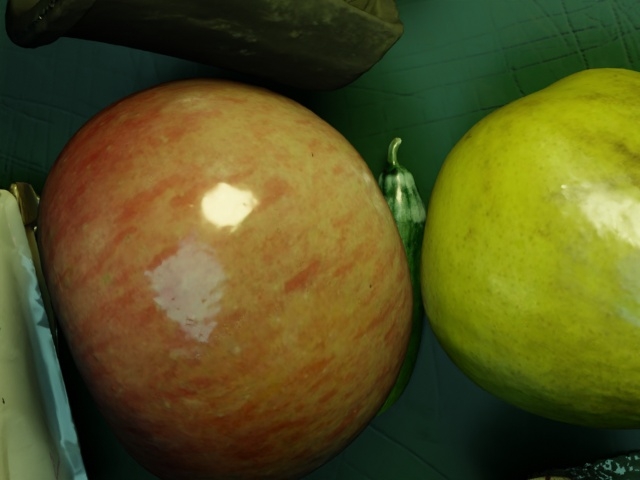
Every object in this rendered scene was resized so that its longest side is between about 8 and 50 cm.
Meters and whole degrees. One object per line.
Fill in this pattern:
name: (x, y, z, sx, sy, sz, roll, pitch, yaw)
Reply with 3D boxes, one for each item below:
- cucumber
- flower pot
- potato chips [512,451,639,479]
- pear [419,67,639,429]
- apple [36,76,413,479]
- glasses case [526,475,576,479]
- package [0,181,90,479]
cucumber: (0.063, 0.036, 1.672, 0.056, 0.056, 0.250, 6, 107, 7)
flower pot: (-0.051, -0.267, 1.503, 0.251, 0.379, 0.379, 26, 108, -21)
potato chips: (0.198, 0.269, 1.706, 0.167, 0.059, 0.228, 34, 107, -10)
pear: (0.244, 0.018, 1.498, 0.287, 0.375, 0.287, -16, 118, -33)
apple: (-0.067, 0.030, 1.563, 0.269, 0.345, 0.344, -23, 100, 2)
glasses case: (0.239, 0.332, 1.659, 0.137, 0.085, 0.354, -26, 121, 19)
package: (-0.305, 0.112, 1.717, 0.165, 0.221, 0.311, -18, 102, -28)
